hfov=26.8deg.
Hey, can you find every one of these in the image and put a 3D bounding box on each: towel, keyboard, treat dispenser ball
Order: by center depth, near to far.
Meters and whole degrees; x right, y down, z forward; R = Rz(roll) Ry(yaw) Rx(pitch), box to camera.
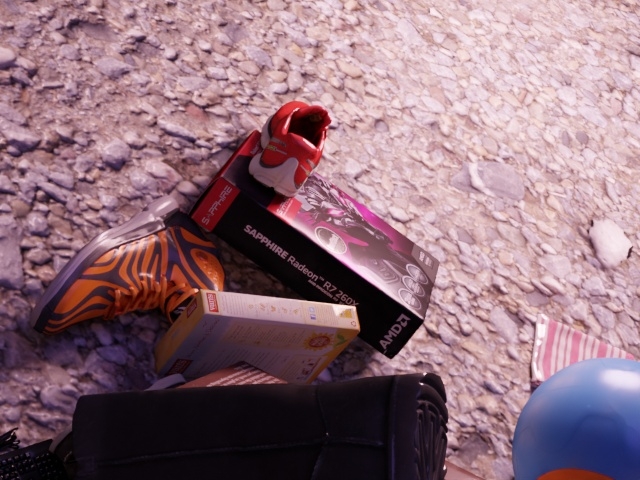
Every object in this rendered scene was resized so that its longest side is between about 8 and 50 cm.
[{"bbox_3d":[-0.404,0.285,1.648,0.192,0.038,0.100,-15,66,-40],"label":"keyboard"},{"bbox_3d":[0.427,0.315,1.973,0.288,0.288,0.288,17,50,-21],"label":"treat dispenser ball"},{"bbox_3d":[0.440,0.211,2.241,0.197,0.029,0.144,24,47,-15],"label":"towel"}]

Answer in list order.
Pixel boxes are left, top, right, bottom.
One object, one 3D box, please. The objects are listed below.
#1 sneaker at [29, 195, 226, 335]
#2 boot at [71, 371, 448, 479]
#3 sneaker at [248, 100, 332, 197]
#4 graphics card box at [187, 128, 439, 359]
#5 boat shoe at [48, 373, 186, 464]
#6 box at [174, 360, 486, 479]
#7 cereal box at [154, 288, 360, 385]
[{"bbox_3d":[-0.241,0.069,1.851,0.180,0.124,0.321,44,46,5],"label":"sneaker"},{"bbox_3d":[-0.088,0.327,1.485,0.146,0.445,0.367,53,37,-52],"label":"boot"},{"bbox_3d":[-0.024,-0.156,2.016,0.107,0.118,0.279,33,23,-11],"label":"sneaker"},{"bbox_3d":[0.000,0.000,2.031,0.371,0.094,0.233,37,24,-4],"label":"graphics card box"},{"bbox_3d":[-0.246,0.242,1.747,0.228,0.081,0.068,-22,69,-45],"label":"boat shoe"},{"bbox_3d":[-0.006,0.300,1.679,0.381,0.143,0.191,22,17,24],"label":"box"},{"bbox_3d":[-0.089,0.138,1.862,0.240,0.173,0.047,9,53,-28],"label":"cereal box"}]
